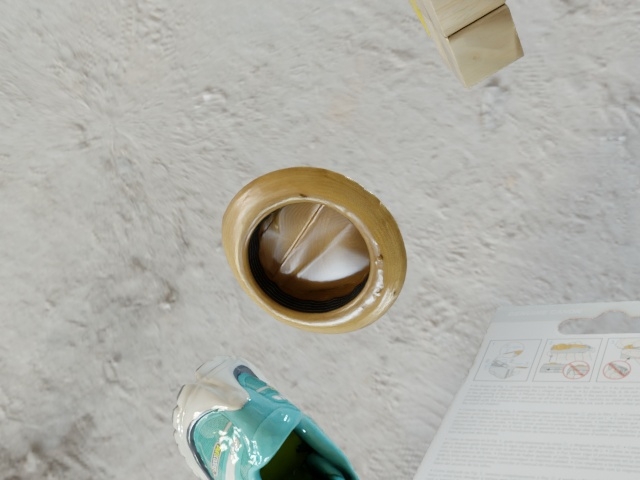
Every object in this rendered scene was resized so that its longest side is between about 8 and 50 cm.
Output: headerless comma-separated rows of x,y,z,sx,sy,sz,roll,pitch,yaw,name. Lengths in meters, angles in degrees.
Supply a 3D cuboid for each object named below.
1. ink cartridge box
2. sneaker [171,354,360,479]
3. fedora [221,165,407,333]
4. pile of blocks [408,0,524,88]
0.169,0.129,0.568,0.232,0.189,0.066,-48,125,-48,ink cartridge box
-0.013,0.201,0.670,0.107,0.110,0.275,-49,131,-23,sneaker
0.000,0.000,0.871,0.194,0.079,0.194,12,125,17,fedora
0.046,-0.277,0.568,0.113,0.149,0.362,-30,93,3,pile of blocks
